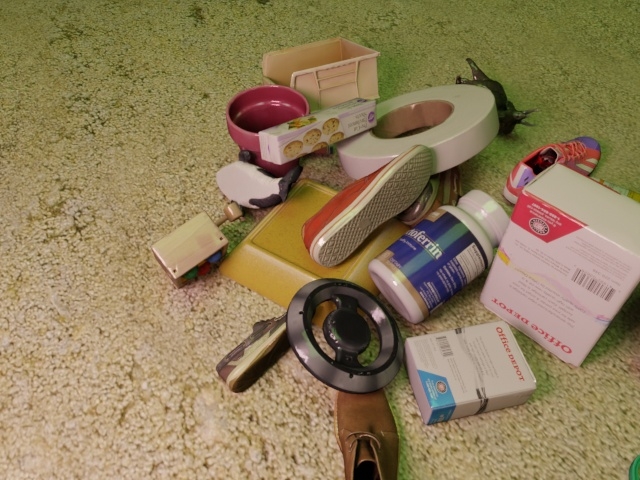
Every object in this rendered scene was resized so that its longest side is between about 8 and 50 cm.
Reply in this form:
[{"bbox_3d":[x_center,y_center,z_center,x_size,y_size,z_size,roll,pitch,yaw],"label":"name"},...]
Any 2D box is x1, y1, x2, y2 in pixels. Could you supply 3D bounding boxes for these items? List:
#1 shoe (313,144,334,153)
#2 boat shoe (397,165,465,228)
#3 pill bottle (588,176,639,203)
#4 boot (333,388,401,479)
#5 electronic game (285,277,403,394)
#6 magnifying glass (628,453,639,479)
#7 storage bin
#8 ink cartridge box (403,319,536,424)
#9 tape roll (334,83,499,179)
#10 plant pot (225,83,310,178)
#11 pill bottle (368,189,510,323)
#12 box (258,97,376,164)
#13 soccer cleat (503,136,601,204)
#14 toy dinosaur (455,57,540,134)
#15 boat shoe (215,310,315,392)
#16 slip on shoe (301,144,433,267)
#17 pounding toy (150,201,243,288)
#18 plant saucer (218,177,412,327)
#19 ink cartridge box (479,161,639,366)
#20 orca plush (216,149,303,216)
[{"bbox_3d":[-0.016,-0.297,1.430,0.081,0.063,0.178,-4,53,-7],"label":"shoe"},{"bbox_3d":[0.270,-0.111,1.248,0.120,0.122,0.324,41,43,-9],"label":"boat shoe"},{"bbox_3d":[0.616,-0.056,1.170,0.246,0.136,0.136,27,55,22],"label":"pill bottle"},{"bbox_3d":[0.078,0.330,0.860,0.112,0.115,0.305,-5,47,2],"label":"boot"},{"bbox_3d":[0.046,0.164,0.959,0.229,0.048,0.229,16,46,-17],"label":"electronic game"},{"bbox_3d":[0.506,0.426,0.834,0.092,0.026,0.231,34,56,25],"label":"magnifying glass"},{"bbox_3d":[-0.007,-0.455,1.479,0.260,0.123,0.262,-17,34,-14],"label":"storage bin"},{"bbox_3d":[0.260,0.234,0.961,0.191,0.082,0.139,-8,50,-8],"label":"ink cartridge box"},{"bbox_3d":[0.228,-0.266,1.296,0.392,0.072,0.392,-16,30,9],"label":"tape roll"},{"bbox_3d":[-0.122,-0.250,1.314,0.201,0.180,0.201,0,50,0],"label":"plant pot"},{"bbox_3d":[0.237,0.027,1.051,0.265,0.153,0.153,-38,57,-8],"label":"pill bottle"},{"bbox_3d":[0.003,-0.253,1.212,0.063,0.067,0.324,22,38,39],"label":"box"},{"bbox_3d":[0.578,-0.192,1.299,0.318,0.116,0.108,-28,55,-21],"label":"soccer cleat"},{"bbox_3d":[0.460,-0.388,1.492,0.160,0.121,0.313,3,44,-12],"label":"toy dinosaur"},{"bbox_3d":[-0.102,0.182,1.009,0.073,0.080,0.223,35,65,25],"label":"boat shoe"},{"bbox_3d":[0.094,-0.085,1.083,0.331,0.123,0.101,-41,48,-8],"label":"slip on shoe"},{"bbox_3d":[-0.236,0.009,1.132,0.206,0.181,0.094,-37,86,-18],"label":"pounding toy"},{"bbox_3d":[0.000,0.000,1.166,0.333,0.081,0.332,25,53,21],"label":"plant saucer"},{"bbox_3d":[0.444,0.048,0.970,0.131,0.306,0.226,-36,58,-28],"label":"ink cartridge box"},{"bbox_3d":[-0.125,-0.136,1.236,0.102,0.287,0.151,-4,86,-41],"label":"orca plush"}]
